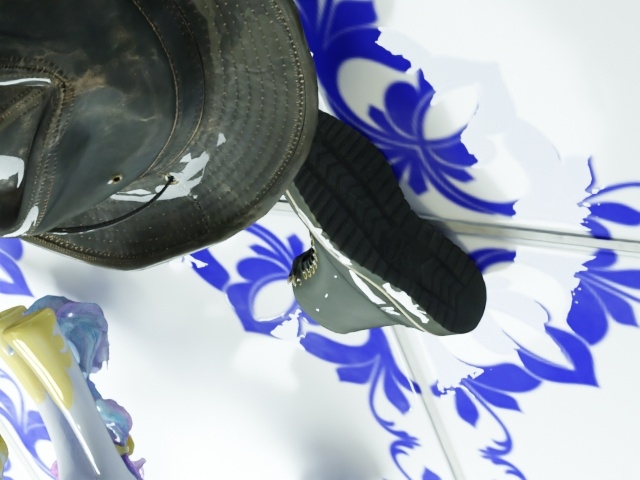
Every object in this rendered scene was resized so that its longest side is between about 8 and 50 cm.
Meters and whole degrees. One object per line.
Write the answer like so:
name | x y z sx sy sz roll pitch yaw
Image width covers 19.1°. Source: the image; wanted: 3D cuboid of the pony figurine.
pony figurine | -0.173 0.228 1.482 0.303 0.351 0.363 -21 100 32

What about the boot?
boot | 0.000 0.000 1.260 0.137 0.077 0.198 -10 128 50

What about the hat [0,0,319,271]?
hat | -0.175 -0.094 1.140 0.331 0.134 0.331 15 124 23
